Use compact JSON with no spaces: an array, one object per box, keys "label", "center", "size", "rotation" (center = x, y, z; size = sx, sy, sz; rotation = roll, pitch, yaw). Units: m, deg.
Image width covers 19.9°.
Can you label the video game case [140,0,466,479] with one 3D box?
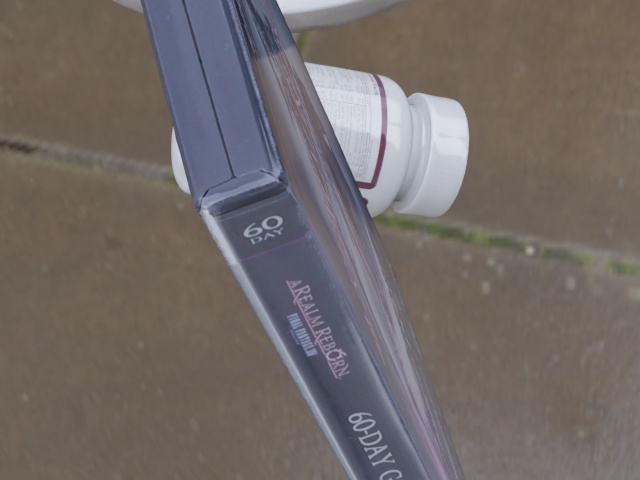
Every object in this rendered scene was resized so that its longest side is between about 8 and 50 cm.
[{"label":"video game case","center":[0.000,0.000,0.555],"size":[0.026,0.274,0.196],"rotation":[-20,50,4]}]

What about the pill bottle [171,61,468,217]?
[{"label":"pill bottle","center":[-0.001,-0.082,1.483],"size":[0.221,0.121,0.121],"rotation":[8,57,-19]}]

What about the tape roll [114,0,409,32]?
[{"label":"tape roll","center":[-0.032,-0.309,1.010],"size":[0.392,0.072,0.392],"rotation":[0,86,0]}]
